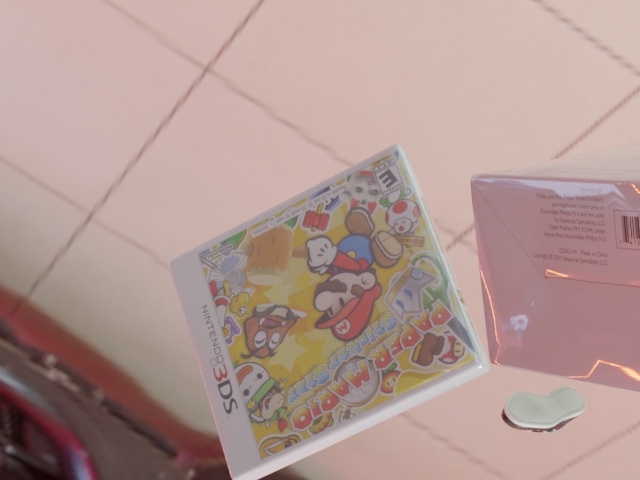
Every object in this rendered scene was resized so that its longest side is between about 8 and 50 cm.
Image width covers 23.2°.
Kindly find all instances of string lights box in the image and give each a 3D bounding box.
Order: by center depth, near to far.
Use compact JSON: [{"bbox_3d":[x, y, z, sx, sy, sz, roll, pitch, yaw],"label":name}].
[{"bbox_3d":[0.201,-0.009,0.593,0.133,0.260,0.076,7,105,56],"label":"string lights box"}]

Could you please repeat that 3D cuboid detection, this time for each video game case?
[{"bbox_3d":[0.000,0.059,1.254,0.227,0.206,0.026,-27,153,15],"label":"video game case"}]

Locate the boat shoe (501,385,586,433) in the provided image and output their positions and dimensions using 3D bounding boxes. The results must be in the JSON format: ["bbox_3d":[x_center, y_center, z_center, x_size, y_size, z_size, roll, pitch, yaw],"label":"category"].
[{"bbox_3d":[0.219,0.175,1.570,0.046,0.125,0.038,53,125,22],"label":"boat shoe"}]
